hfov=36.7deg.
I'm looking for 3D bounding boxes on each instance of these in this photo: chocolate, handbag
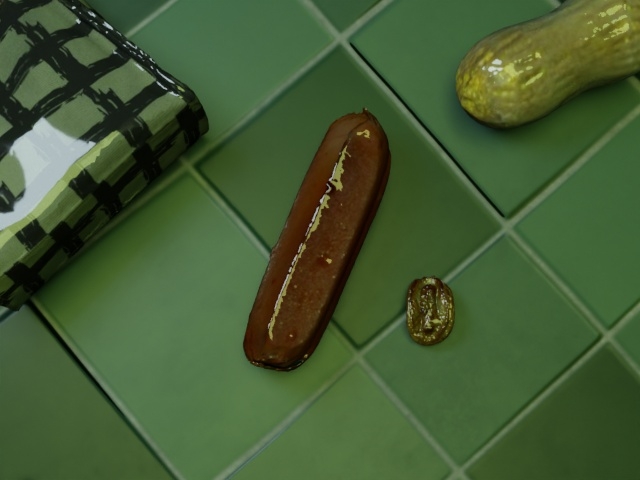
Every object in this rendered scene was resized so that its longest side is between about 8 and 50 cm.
[{"bbox_3d":[0.304,-0.235,1.175,0.309,0.134,0.134,-25,81,-2],"label":"chocolate"},{"bbox_3d":[-0.354,-0.140,1.125,0.327,0.162,0.325,44,79,12],"label":"handbag"}]

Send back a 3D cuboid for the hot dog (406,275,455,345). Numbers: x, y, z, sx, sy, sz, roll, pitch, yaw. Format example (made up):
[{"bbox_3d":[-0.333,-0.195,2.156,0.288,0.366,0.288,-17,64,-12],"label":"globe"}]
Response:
[{"bbox_3d":[0.131,0.084,1.157,0.058,0.035,0.083,0,80,2],"label":"hot dog"}]

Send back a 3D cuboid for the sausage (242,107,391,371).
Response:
[{"bbox_3d":[0.000,0.000,1.140,0.102,0.102,0.330,22,80,2],"label":"sausage"}]
